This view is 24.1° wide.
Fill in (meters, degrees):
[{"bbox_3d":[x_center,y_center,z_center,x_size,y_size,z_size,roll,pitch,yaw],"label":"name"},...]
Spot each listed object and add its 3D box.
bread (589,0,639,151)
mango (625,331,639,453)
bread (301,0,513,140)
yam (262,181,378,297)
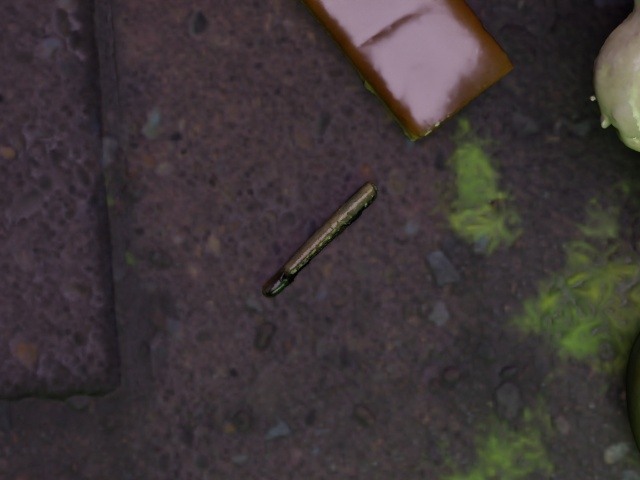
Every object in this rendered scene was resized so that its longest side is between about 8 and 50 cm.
[{"bbox_3d":[0.319,-0.122,0.944,0.316,0.054,0.316,-7,115,-15],"label":"bread"},{"bbox_3d":[0.279,0.128,0.986,0.130,0.092,0.195,-33,86,0],"label":"mango"},{"bbox_3d":[0.026,-0.177,1.004,0.088,0.049,0.226,-37,90,-1],"label":"bread"},{"bbox_3d":[0.000,0.000,1.019,0.107,0.014,0.014,-45,91,-1],"label":"yam"}]
